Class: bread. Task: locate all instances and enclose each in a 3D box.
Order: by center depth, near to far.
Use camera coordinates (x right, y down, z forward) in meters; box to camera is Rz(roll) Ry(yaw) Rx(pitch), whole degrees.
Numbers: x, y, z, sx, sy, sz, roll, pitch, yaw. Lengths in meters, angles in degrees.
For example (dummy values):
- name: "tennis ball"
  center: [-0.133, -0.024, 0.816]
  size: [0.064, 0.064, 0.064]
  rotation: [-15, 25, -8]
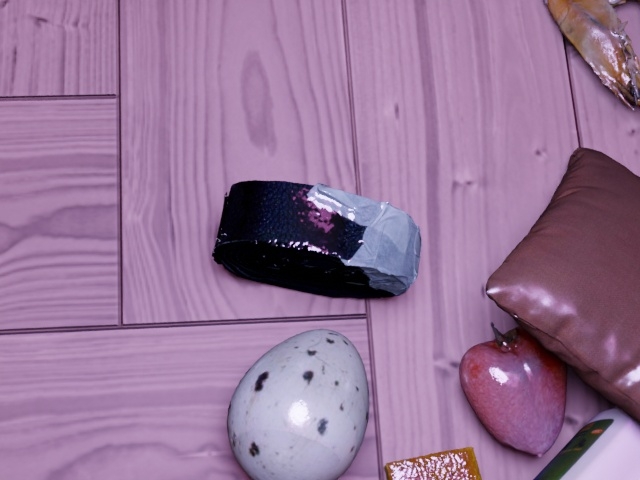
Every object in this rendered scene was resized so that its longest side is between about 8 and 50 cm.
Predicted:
- name: "bread"
  center: [0.114, 0.252, 0.978]
  size: [0.090, 0.035, 0.094]
  rotation: [-10, 74, -9]

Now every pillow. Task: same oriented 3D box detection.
- name: "pillow"
  center: [0.325, 0.067, 0.975]
  size: [0.308, 0.108, 0.305]
  rotation: [38, 40, 5]

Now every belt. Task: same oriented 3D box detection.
- name: "belt"
  center: [0.000, 0.000, 0.983]
  size: [0.198, 0.151, 0.078]
  rotation: [12, 72, -4]

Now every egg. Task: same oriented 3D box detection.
- name: "egg"
  center: [-0.015, 0.157, 0.955]
  size: [0.131, 0.131, 0.164]
  rotation: [32, 50, 5]

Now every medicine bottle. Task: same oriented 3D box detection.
- name: "medicine bottle"
  center: [0.254, 0.222, 0.953]
  size: [0.219, 0.115, 0.078]
  rotation: [-36, 78, -30]

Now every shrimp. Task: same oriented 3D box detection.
- name: "shrimp"
  center: [0.334, -0.238, 1.141]
  size: [0.133, 0.053, 0.236]
  rotation: [-16, 67, -19]

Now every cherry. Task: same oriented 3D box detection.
- name: "cherry"
  center: [0.186, 0.140, 0.993]
  size: [0.106, 0.087, 0.126]
  rotation: [4, 91, -11]
